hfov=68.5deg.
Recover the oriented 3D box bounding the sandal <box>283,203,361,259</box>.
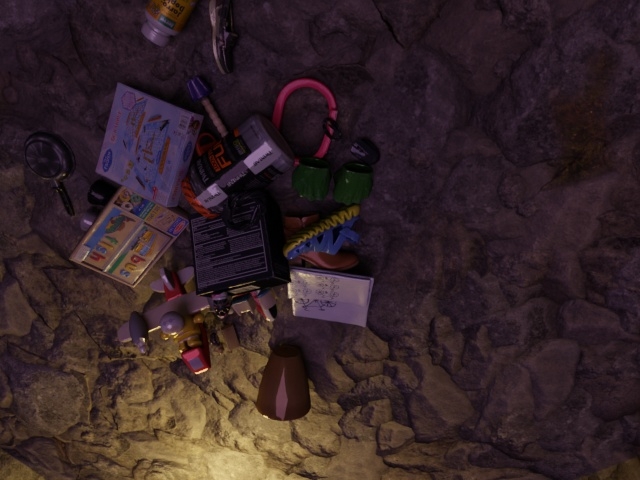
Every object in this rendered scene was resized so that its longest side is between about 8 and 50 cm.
[{"bbox_3d":[0.021,-0.007,1.627,0.317,0.126,0.138,-27,104,-13],"label":"sandal"}]

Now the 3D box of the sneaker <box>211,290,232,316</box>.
[{"bbox_3d":[-0.346,0.231,1.640,0.072,0.178,0.077,-9,76,-2],"label":"sneaker"}]

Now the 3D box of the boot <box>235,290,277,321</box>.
[{"bbox_3d":[-0.292,0.237,1.897,0.176,0.088,0.244,-23,105,19],"label":"boot"}]

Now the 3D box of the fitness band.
[{"bbox_3d":[-0.056,-0.389,1.558,0.209,0.054,0.291,17,117,2],"label":"fitness band"}]

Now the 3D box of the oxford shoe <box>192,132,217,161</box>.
[{"bbox_3d":[-0.381,-0.259,1.661,0.098,0.097,0.271,16,136,42],"label":"oxford shoe"}]

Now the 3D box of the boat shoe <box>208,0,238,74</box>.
[{"bbox_3d":[-0.291,-0.629,1.445,0.073,0.080,0.224,1,113,13],"label":"boat shoe"}]

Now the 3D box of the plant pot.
[{"bbox_3d":[-0.150,0.587,1.999,0.237,0.237,0.254,5,102,5],"label":"plant pot"}]

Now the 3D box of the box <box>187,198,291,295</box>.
[{"bbox_3d":[-0.283,0.030,1.659,0.296,0.183,0.294,-14,76,15],"label":"box"}]

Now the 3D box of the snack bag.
[{"bbox_3d":[0.030,0.226,1.807,0.323,0.037,0.343,7,140,5],"label":"snack bag"}]

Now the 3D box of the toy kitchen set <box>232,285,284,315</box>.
[{"bbox_3d":[-0.239,0.164,1.787,0.166,0.207,0.122,-17,114,25],"label":"toy kitchen set"}]

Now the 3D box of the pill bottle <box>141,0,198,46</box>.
[{"bbox_3d":[-0.452,-0.697,1.410,0.117,0.117,0.208,37,116,-12],"label":"pill bottle"}]

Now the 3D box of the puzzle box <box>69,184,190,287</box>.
[{"bbox_3d":[-0.720,-0.013,1.781,0.272,0.052,0.409,32,115,-31],"label":"puzzle box"}]

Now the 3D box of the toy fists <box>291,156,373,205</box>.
[{"bbox_3d":[0.040,-0.199,1.597,0.279,0.096,0.142,5,127,-11],"label":"toy fists"}]

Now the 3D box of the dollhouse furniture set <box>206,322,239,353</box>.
[{"bbox_3d":[-0.456,0.406,2.038,0.151,0.123,0.144,-22,118,-20],"label":"dollhouse furniture set"}]

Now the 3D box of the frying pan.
[{"bbox_3d":[-1.027,-0.250,1.765,0.197,0.053,0.326,17,115,0],"label":"frying pan"}]

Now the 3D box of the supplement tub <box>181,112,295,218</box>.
[{"bbox_3d":[-0.267,-0.230,1.505,0.338,0.207,0.207,-36,108,13],"label":"supplement tub"}]

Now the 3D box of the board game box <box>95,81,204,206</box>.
[{"bbox_3d":[-0.571,-0.316,1.556,0.318,0.066,0.319,26,104,17],"label":"board game box"}]

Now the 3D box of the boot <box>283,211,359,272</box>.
[{"bbox_3d":[0.000,0.000,1.734,0.283,0.109,0.220,0,108,8],"label":"boot"}]

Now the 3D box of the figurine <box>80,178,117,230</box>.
[{"bbox_3d":[-0.783,-0.094,1.792,0.209,0.092,0.215,25,119,-10],"label":"figurine"}]

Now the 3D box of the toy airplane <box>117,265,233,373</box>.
[{"bbox_3d":[-0.540,0.278,1.798,0.384,0.272,0.386,23,89,2],"label":"toy airplane"}]

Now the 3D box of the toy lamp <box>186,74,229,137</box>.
[{"bbox_3d":[-0.353,-0.413,1.570,0.080,0.080,0.275,-20,115,17],"label":"toy lamp"}]

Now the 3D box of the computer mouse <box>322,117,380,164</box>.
[{"bbox_3d":[0.103,-0.320,1.539,0.242,0.041,0.071,28,113,-26],"label":"computer mouse"}]

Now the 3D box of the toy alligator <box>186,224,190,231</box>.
[{"bbox_3d":[-0.441,0.013,1.792,0.056,0.051,0.190,-43,125,-7],"label":"toy alligator"}]

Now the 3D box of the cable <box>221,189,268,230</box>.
[{"bbox_3d":[-0.239,-0.097,1.496,0.150,0.047,0.184,-22,150,-24],"label":"cable"}]
